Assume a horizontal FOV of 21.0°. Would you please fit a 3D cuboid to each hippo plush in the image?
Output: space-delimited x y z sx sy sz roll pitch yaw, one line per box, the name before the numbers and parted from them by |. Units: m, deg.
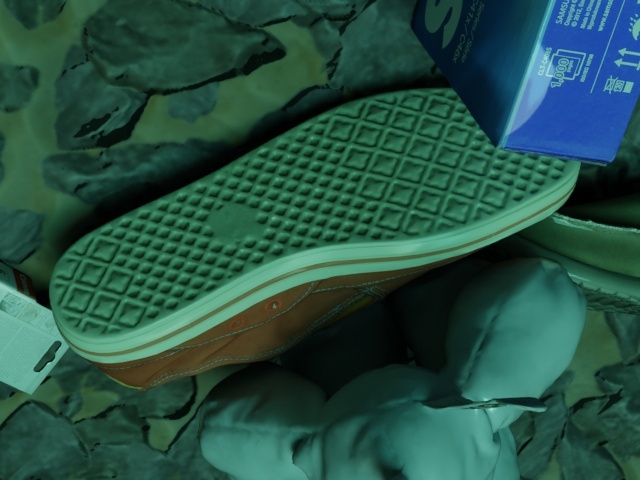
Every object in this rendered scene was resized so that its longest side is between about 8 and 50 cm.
hippo plush | 0.093 0.160 1.046 0.234 0.294 0.236 -32 109 -17

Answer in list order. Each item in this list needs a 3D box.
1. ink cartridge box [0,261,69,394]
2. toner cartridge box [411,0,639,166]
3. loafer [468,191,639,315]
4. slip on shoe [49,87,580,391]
ink cartridge box | -0.208 0.044 1.057 0.115 0.029 0.063 31 107 -32
toner cartridge box | 0.151 -0.231 0.919 0.075 0.165 0.348 6 118 -21
loafer | 0.211 0.004 1.146 0.251 0.094 0.087 13 80 -21
slip on shoe | 0.000 0.000 1.057 0.331 0.123 0.101 -23 148 -4
